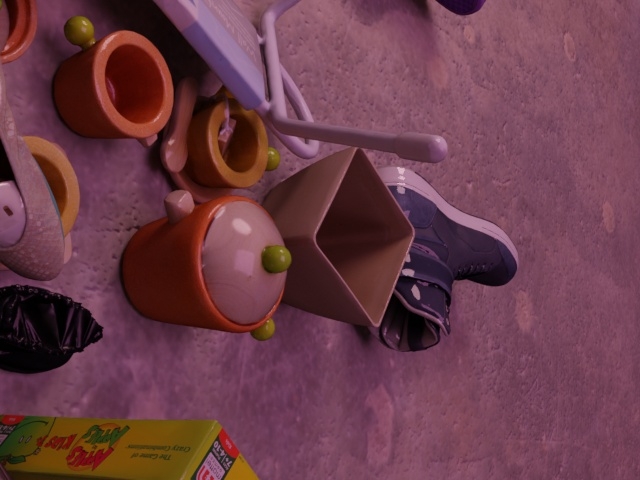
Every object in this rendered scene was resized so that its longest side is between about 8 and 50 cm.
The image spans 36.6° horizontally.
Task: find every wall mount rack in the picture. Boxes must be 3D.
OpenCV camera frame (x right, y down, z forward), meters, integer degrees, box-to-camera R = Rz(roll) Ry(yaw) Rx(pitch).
[{"bbox_3d":[-0.049,-0.180,0.655,0.350,0.130,0.304,47,19,-36],"label":"wall mount rack"}]

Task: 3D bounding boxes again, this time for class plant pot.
[{"bbox_3d":[0.000,0.000,0.803,0.109,0.096,0.109,55,45,-35],"label":"plant pot"}]

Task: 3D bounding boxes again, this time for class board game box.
[{"bbox_3d":[-0.113,0.147,0.553,0.092,0.181,0.043,61,42,-28],"label":"board game box"}]

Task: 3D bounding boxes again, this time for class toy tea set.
[{"bbox_3d":[-0.121,-0.058,0.623,0.336,0.124,0.199,26,65,-49],"label":"toy tea set"}]

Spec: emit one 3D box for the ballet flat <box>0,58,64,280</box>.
[{"bbox_3d":[-0.183,-0.046,0.504,0.052,0.057,0.168,-54,135,-58],"label":"ballet flat"}]

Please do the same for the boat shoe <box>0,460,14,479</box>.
[{"bbox_3d":[-0.186,0.221,0.510,0.130,0.132,0.355,-30,123,-20],"label":"boat shoe"}]

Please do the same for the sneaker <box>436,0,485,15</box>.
[{"bbox_3d":[0.088,-0.303,0.982,0.236,0.095,0.104,42,59,-36],"label":"sneaker"}]

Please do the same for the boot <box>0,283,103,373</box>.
[{"bbox_3d":[-0.167,0.052,0.565,0.121,0.099,0.045,25,66,-49],"label":"boot"}]

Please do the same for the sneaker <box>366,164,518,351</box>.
[{"bbox_3d":[0.120,0.045,0.954,0.226,0.086,0.163,28,52,-38],"label":"sneaker"}]
